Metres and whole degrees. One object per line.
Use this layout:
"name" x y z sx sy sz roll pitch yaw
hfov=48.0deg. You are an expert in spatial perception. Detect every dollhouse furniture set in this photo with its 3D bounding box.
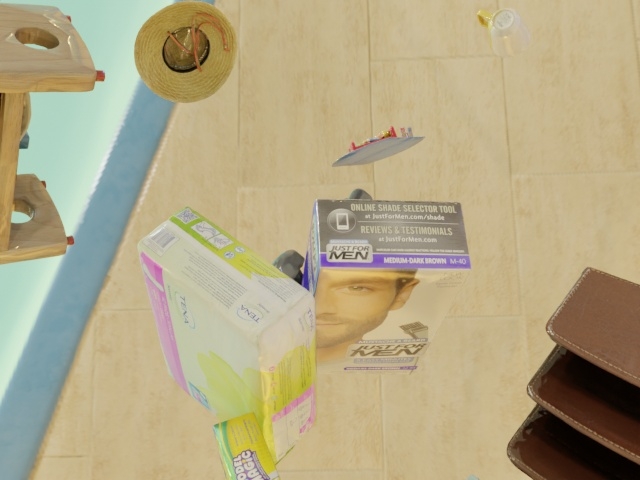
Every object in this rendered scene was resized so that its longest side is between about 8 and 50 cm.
"dollhouse furniture set" -0.221 -0.091 0.398 0.129 0.129 0.184 -9 50 -37

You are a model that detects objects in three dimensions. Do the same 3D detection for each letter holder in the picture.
"letter holder" 0.369 0.193 0.744 0.302 0.152 0.214 24 50 34

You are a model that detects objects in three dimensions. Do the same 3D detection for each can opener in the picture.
"can opener" 0.000 0.000 1.236 0.095 0.076 0.283 39 48 -10

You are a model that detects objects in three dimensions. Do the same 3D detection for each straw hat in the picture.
"straw hat" -0.188 -0.268 1.001 0.144 0.144 0.061 -26 34 -2

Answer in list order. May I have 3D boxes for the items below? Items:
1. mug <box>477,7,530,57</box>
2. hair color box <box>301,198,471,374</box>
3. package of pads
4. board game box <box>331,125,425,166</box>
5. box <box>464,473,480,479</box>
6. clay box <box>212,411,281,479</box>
"mug" 0.275 -0.320 1.095 0.078 0.064 0.062 3 79 24
"hair color box" 0.069 0.079 0.992 0.185 0.339 0.110 1 57 -6
"package of pads" -0.109 0.133 0.915 0.229 0.296 0.101 32 54 29
"board game box" 0.093 -0.166 1.232 0.133 0.168 0.033 -22 83 39
"box" 0.181 0.479 1.093 0.244 0.060 0.100 -42 78 -6
"clay box" -0.051 0.296 0.720 0.053 0.127 0.222 -15 33 -13
